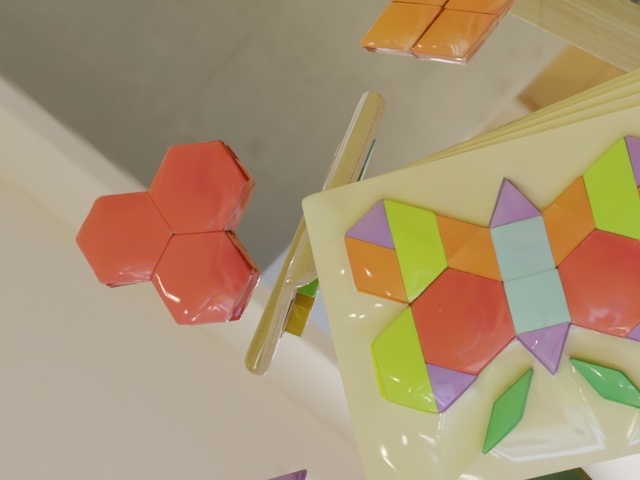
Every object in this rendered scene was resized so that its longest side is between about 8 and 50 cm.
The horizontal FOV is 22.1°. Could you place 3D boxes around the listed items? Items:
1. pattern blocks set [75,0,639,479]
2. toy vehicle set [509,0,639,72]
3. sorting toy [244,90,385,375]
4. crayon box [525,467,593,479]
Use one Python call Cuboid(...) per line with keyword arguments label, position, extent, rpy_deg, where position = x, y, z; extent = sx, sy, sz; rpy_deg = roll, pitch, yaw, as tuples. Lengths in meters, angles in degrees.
Cuboid(label="pattern blocks set", position=(0.086, 0.019, 0.657), extent=(0.285, 0.325, 0.026), rpy_deg=(61, -172, 13))
Cuboid(label="toy vehicle set", position=(0.061, -0.175, 0.923), extent=(0.267, 0.035, 0.166), rpy_deg=(20, -165, -33))
Cuboid(label="sorting toy", position=(0.000, 0.000, 1.367), extent=(0.038, 0.193, 0.208), rpy_deg=(23, 151, -3))
Cuboid(label="crayon box", position=(0.029, 0.275, 0.924), extent=(0.083, 0.323, 0.203), rpy_deg=(-132, 25, -57))
